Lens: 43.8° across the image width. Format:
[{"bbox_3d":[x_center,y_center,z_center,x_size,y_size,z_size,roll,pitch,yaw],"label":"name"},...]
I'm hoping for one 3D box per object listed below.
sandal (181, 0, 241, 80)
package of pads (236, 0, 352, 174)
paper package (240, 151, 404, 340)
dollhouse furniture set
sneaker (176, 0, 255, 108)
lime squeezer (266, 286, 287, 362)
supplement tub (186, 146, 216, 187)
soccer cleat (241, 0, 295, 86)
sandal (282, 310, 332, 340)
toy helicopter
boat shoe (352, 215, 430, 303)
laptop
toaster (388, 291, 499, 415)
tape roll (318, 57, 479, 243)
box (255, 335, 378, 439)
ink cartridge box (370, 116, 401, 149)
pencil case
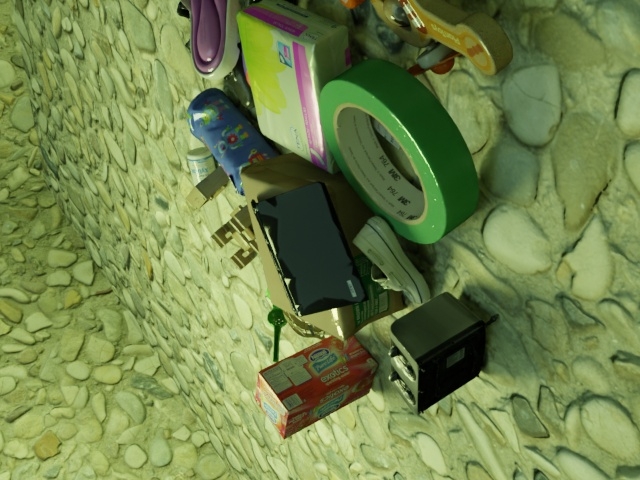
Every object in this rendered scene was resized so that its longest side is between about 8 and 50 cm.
[{"bbox_3d":[-0.247,-0.537,1.629,0.169,0.102,0.416,-21,76,39],"label":"sandal"},{"bbox_3d":[-0.040,-0.293,1.505,0.229,0.101,0.296,34,148,37],"label":"package of pads"},{"bbox_3d":[0.000,0.000,1.657,0.309,0.168,0.324,21,129,54],"label":"paper package"},{"bbox_3d":[-0.188,-0.077,1.991,0.242,0.161,0.212,48,153,-4],"label":"dollhouse furniture set"},{"bbox_3d":[-0.225,-0.417,1.761,0.286,0.130,0.109,64,151,1],"label":"sneaker"},{"bbox_3d":[-0.121,0.161,2.066,0.110,0.059,0.310,25,-118,-68],"label":"lime squeezer"},{"bbox_3d":[-0.320,-0.195,2.171,0.071,0.071,0.107,25,133,52],"label":"supplement tub"},{"bbox_3d":[-0.118,-0.433,1.592,0.116,0.109,0.318,51,152,38],"label":"soccer cleat"},{"bbox_3d":[-0.020,0.207,1.995,0.180,0.049,0.072,9,126,42],"label":"sandal"},{"bbox_3d":[0.160,-0.310,1.147,0.355,0.140,0.235,50,173,50],"label":"toy helicopter"},{"bbox_3d":[0.127,0.051,1.493,0.226,0.076,0.083,54,171,-31],"label":"boat shoe"},{"bbox_3d":[-0.030,0.013,1.530,0.264,0.137,0.234,-140,30,-82],"label":"laptop"},{"bbox_3d":[0.214,0.200,1.445,0.110,0.186,0.168,46,155,38],"label":"toaster"},{"bbox_3d":[0.125,-0.145,1.335,0.321,0.077,0.321,48,162,21],"label":"tape roll"},{"bbox_3d":[-0.010,0.327,1.835,0.128,0.257,0.122,48,146,31],"label":"box"},{"bbox_3d":[0.127,-0.206,1.416,0.083,0.028,0.048,46,147,32],"label":"ink cartridge box"},{"bbox_3d":[-0.204,-0.225,1.880,0.306,0.133,0.119,51,178,28],"label":"pencil case"}]
